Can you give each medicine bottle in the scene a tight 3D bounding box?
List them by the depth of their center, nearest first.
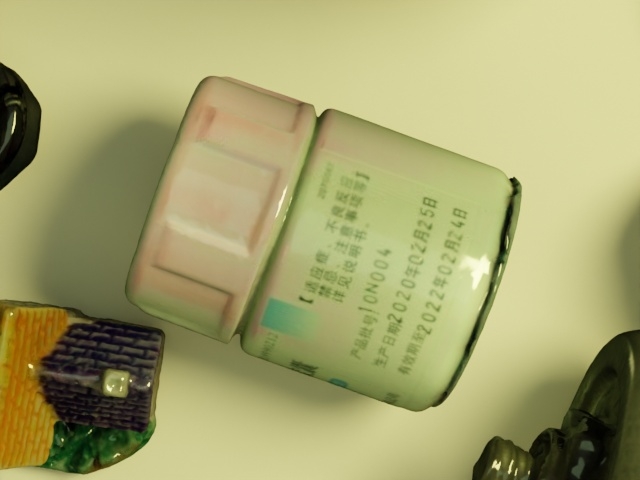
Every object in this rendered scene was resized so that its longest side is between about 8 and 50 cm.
[{"bbox_3d":[0.000,0.000,0.910,0.168,0.135,0.135,21,89,-3],"label":"medicine bottle"}]

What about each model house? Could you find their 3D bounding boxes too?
[{"bbox_3d":[-0.132,0.078,0.920,0.100,0.100,0.088,10,89,-3],"label":"model house"}]

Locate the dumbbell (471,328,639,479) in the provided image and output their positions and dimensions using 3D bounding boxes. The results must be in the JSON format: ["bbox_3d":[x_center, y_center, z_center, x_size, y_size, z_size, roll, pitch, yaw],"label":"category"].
[{"bbox_3d":[0.271,0.169,0.902,0.406,0.179,0.179,17,89,-3],"label":"dumbbell"}]

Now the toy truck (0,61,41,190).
[{"bbox_3d":[-0.230,-0.125,0.905,0.165,0.147,0.224,9,86,19],"label":"toy truck"}]
